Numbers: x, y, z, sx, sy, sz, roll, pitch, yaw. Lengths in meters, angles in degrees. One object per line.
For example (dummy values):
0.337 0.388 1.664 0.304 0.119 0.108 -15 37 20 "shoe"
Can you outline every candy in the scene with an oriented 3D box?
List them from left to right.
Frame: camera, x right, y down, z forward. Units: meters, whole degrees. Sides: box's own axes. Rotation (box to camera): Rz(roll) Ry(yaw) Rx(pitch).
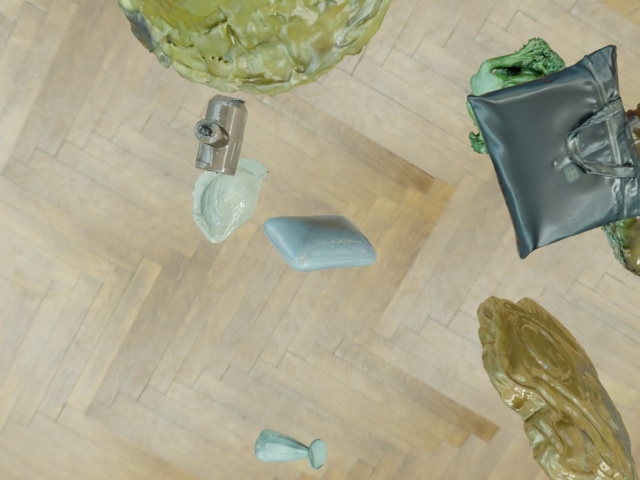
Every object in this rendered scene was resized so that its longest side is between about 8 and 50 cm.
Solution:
0.000 0.000 1.282 0.174 0.138 0.071 -3 126 -33 "candy"

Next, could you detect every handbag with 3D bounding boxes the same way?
0.343 -0.122 1.029 0.211 0.089 0.254 -21 105 5 "handbag"

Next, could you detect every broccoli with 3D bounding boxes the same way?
0.465 -0.336 1.740 0.245 0.265 0.295 3 103 -32 "broccoli"

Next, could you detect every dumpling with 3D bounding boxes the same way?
-0.232 -0.105 1.769 0.166 0.126 0.216 22 96 19 "dumpling"

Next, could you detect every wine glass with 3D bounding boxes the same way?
-0.063 0.454 1.589 0.155 0.073 0.073 -3 104 37 "wine glass"

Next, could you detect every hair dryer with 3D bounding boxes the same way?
-0.147 -0.153 1.038 0.064 0.182 0.117 12 93 -1 "hair dryer"

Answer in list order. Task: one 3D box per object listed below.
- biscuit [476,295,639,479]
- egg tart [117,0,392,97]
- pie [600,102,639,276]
0.306 0.186 0.947 0.269 0.376 0.051 43 115 -5 "biscuit"
-0.061 -0.242 0.482 0.294 0.116 0.295 2 93 32 "egg tart"
0.602 -0.077 1.185 0.288 0.103 0.355 -17 87 8 "pie"
